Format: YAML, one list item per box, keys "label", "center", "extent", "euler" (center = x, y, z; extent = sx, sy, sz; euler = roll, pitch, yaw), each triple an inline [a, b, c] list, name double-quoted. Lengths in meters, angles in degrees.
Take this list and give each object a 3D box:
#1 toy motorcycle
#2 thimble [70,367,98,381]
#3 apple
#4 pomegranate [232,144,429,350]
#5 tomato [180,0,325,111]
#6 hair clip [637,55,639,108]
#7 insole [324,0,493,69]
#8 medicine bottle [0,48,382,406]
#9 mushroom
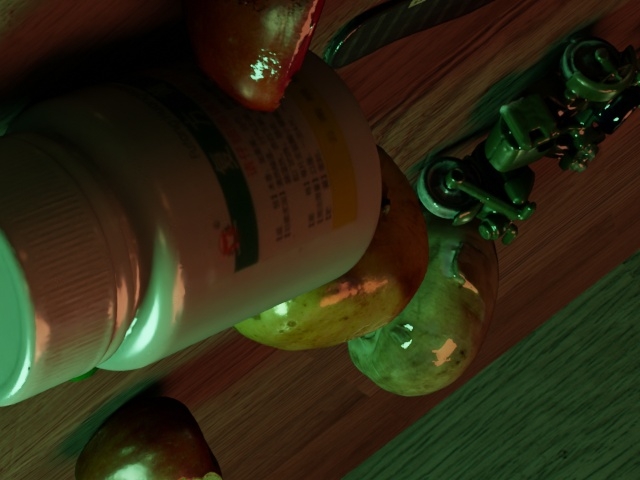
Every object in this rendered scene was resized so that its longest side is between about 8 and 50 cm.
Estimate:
- label: "toy motorcycle"
  center: [0.251, -0.116, 2.164]
  extent: [0.275, 0.127, 0.205]
  euler: [-34, 168, -25]
- label: "thimble"
  center: [-0.219, 0.057, 1.629]
  extent: [0.090, 0.118, 0.130]
  euler: [-45, -174, 15]
- label: "apple"
  center: [-0.206, 0.262, 2.230]
  extent: [0.158, 0.147, 0.156]
  euler: [-26, -163, -4]
- label: "pomegranate"
  center: [0.000, 0.000, 1.768]
  extent: [0.215, 0.215, 0.215]
  euler: [-34, 165, -11]
- label: "tomato"
  center: [-0.045, -0.188, 1.347]
  extent: [0.189, 0.099, 0.173]
  euler: [-82, -170, -52]
- label: "hair clip"
  center: [0.493, -0.221, 2.372]
  extent: [0.282, 0.172, 0.113]
  euler: [-11, 160, -36]
- label: "insole"
  center: [0.123, -0.226, 1.763]
  extent: [0.309, 0.012, 0.110]
  euler: [-27, 163, -35]
- label: "medicine bottle"
  center: [-0.136, -0.017, 1.411]
  extent: [0.339, 0.208, 0.208]
  euler: [-23, 160, -43]
- label: "mushroom"
  center: [0.116, 0.063, 2.273]
  extent: [0.255, 0.184, 0.255]
  euler: [-62, -175, 9]
